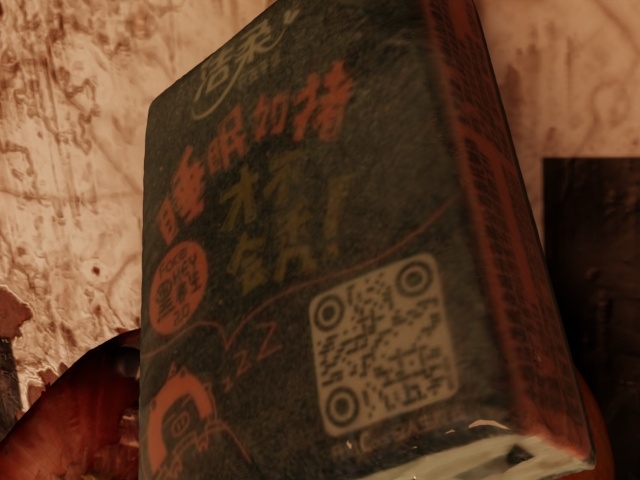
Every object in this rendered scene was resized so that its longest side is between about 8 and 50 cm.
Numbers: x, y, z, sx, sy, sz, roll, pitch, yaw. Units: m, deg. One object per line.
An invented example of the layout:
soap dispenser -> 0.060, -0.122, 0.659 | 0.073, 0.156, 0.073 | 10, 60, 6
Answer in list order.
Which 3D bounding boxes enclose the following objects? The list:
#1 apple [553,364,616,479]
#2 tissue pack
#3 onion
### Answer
apple -> 0.090, 0.143, 0.553 | 0.188, 0.188, 0.173 | -31, 98, 29
tissue pack -> 0.000, 0.000, 0.492 | 0.228, 0.103, 0.315 | -28, 51, 29
onion -> -0.122, 0.205, 0.691 | 0.272, 0.195, 0.272 | -4, 72, 12
